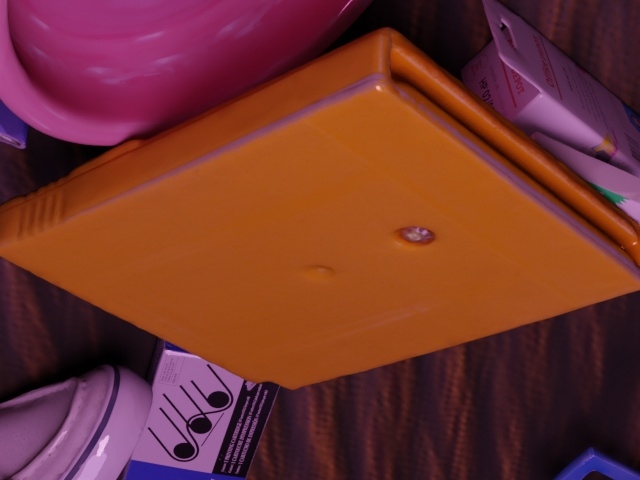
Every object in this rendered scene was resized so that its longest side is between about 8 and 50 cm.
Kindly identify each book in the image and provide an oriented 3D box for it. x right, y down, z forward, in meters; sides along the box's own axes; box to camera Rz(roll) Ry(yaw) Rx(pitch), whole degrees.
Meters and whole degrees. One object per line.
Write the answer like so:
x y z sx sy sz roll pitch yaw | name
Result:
0.147 -0.013 1.030 0.096 0.035 0.144 22 145 -16 | book

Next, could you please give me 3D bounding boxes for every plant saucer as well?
-0.067 -0.202 0.878 0.332 0.084 0.332 -32 153 -19 | plant saucer

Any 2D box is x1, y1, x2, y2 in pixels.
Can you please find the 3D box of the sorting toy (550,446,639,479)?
0.340 0.252 1.349 0.347 0.047 0.196 15 126 -17 | sorting toy

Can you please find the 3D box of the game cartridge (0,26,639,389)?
0.000 0.000 0.986 0.323 0.053 0.285 -18 144 36 | game cartridge

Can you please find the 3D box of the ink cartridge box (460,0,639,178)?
0.159 -0.082 1.055 0.181 0.104 0.061 35 117 -26 | ink cartridge box

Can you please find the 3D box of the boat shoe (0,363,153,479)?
-0.296 0.184 1.179 0.156 0.136 0.367 39 122 -25 | boat shoe

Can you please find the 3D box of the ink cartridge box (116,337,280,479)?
-0.103 0.162 1.227 0.097 0.046 0.207 11 123 -13 | ink cartridge box

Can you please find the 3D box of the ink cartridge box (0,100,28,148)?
-0.369 -0.105 0.872 0.395 0.270 0.151 -3 127 -5 | ink cartridge box
